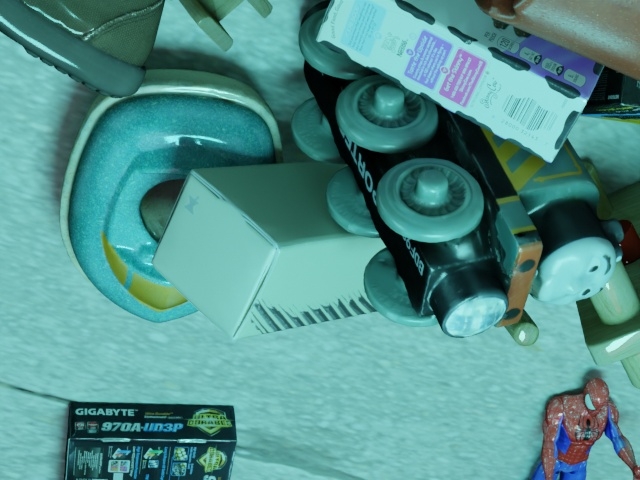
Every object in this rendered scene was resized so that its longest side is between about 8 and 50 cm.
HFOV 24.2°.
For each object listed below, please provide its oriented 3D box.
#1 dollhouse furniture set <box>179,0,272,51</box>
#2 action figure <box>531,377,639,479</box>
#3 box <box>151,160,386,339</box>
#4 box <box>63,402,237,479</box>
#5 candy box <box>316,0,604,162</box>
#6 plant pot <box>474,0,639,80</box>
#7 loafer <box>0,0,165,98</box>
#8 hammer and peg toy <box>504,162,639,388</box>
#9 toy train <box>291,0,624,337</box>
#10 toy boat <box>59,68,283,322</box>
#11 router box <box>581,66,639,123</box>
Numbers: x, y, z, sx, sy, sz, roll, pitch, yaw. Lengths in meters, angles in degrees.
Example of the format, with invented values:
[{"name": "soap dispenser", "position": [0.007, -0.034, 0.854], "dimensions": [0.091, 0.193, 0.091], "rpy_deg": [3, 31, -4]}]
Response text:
[{"name": "dollhouse furniture set", "position": [-0.074, -0.297, 1.032], "dimensions": [0.212, 0.161, 0.242], "rpy_deg": [-40, 145, 6]}, {"name": "action figure", "position": [0.275, 0.274, 1.630], "dimensions": [0.091, 0.139, 0.280], "rpy_deg": [1, 131, -11]}, {"name": "box", "position": [0.000, 0.000, 1.242], "dimensions": [0.275, 0.113, 0.094], "rpy_deg": [-7, 130, -50]}, {"name": "box", "position": [-0.189, 0.265, 1.608], "dimensions": [0.175, 0.051, 0.220], "rpy_deg": [2, 133, -10]}, {"name": "candy box", "position": [0.121, -0.171, 1.105], "dimensions": [0.196, 0.165, 0.070], "rpy_deg": [27, 139, 5]}, {"name": "plant pot", "position": [0.255, -0.208, 0.975], "dimensions": [0.265, 0.272, 0.272], "rpy_deg": [15, 130, -18]}, {"name": "loafer", "position": [-0.257, -0.240, 1.085], "dimensions": [0.366, 0.134, 0.130], "rpy_deg": [29, 96, -41]}, {"name": "hammer and peg toy", "position": [0.289, 0.018, 1.297], "dimensions": [0.361, 0.266, 0.127], "rpy_deg": [-23, 113, 13]}, {"name": "toy train", "position": [0.098, -0.074, 1.148], "dimensions": [0.190, 0.334, 0.142], "rpy_deg": [-12, 141, -15]}, {"name": "toy boat", "position": [-0.190, -0.020, 1.268], "dimensions": [0.318, 0.148, 0.268], "rpy_deg": [0, 134, -9]}, {"name": "router box", "position": [0.275, -0.121, 1.228], "dimensions": [0.133, 0.179, 0.046], "rpy_deg": [6, 93, -12]}]
